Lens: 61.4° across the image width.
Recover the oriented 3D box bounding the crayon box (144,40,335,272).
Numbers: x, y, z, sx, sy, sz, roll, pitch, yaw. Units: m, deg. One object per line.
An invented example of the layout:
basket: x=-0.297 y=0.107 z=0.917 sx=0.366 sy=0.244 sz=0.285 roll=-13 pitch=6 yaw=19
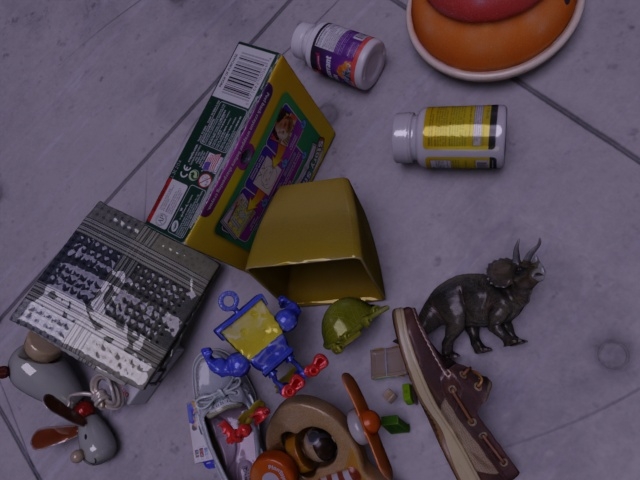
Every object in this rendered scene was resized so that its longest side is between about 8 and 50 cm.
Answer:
crayon box: x=-0.132 y=-0.132 z=1.047 sx=0.106 sy=0.313 sz=0.363 roll=24 pitch=84 yaw=22

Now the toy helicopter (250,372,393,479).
toy helicopter: x=0.070 y=0.393 z=0.936 sx=0.354 sy=0.140 sz=0.235 roll=33 pitch=106 yaw=7

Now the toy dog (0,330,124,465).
toy dog: x=-0.581 y=0.335 z=1.141 sx=0.333 sy=0.160 sz=0.220 roll=30 pitch=119 yaw=27

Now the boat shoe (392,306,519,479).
boat shoe: x=0.229 y=0.258 z=0.914 sx=0.123 sy=0.123 sz=0.342 roll=-25 pitch=84 yaw=4

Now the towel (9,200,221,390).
towel: x=-0.416 y=0.112 z=1.132 sx=0.324 sy=0.056 sz=0.312 roll=27 pitch=69 yaw=5

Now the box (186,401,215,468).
box: x=-0.223 y=0.390 z=1.096 sx=0.081 sy=0.028 sz=0.136 roll=-18 pitch=69 yaw=12

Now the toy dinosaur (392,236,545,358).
toy dinosaur: x=0.275 y=0.120 z=0.966 sx=0.313 sy=0.120 sz=0.161 roll=-24 pitch=70 yaw=37

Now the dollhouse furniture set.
dollhouse furniture set: x=0.140 y=0.276 z=1.008 sx=0.076 sy=0.059 sz=0.152 roll=-15 pitch=52 yaw=22

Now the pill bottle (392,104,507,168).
pill bottle: x=0.250 y=-0.199 z=1.044 sx=0.208 sy=0.119 sz=0.119 roll=3 pitch=77 yaw=19

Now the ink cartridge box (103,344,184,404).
ink cartridge box: x=-0.387 y=0.261 z=1.165 sx=0.109 sy=0.063 sz=0.151 roll=36 pitch=89 yaw=23

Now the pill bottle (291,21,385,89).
pill bottle: x=0.035 y=-0.410 z=1.177 sx=0.193 sy=0.108 sz=0.108 roll=28 pitch=86 yaw=23

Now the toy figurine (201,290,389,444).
toy figurine: x=-0.085 y=0.156 z=0.962 sx=0.362 sy=0.191 sz=0.217 roll=-40 pitch=85 yaw=-15

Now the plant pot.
plant pot: x=0.000 y=0.000 z=1.038 sx=0.212 sy=0.212 sz=0.187 roll=-6 pitch=63 yaw=17

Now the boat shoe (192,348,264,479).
boat shoe: x=-0.169 y=0.358 z=1.028 sx=0.118 sy=0.103 sz=0.321 roll=-15 pitch=72 yaw=-10

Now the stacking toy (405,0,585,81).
stacking toy: x=0.289 y=-0.531 z=0.922 sx=0.350 sy=0.480 sz=0.351 roll=-5 pitch=75 yaw=17
